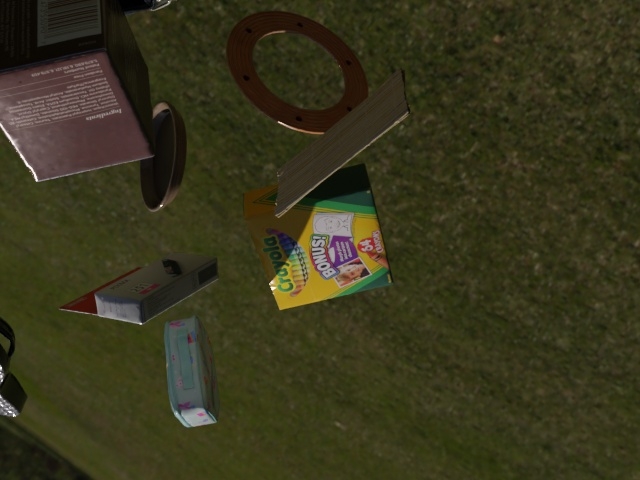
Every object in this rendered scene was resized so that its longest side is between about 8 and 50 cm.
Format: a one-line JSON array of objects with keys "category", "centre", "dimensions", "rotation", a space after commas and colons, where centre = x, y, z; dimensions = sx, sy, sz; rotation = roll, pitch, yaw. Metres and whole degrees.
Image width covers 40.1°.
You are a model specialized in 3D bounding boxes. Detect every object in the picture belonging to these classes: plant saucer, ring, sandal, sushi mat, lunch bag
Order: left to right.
[{"category": "sandal", "centre": [-0.600, 0.197, 1.524], "dimensions": [0.167, 0.107, 0.446], "rotation": [16, 153, -5]}, {"category": "plant saucer", "centre": [-0.392, -0.209, 2.186], "dimensions": [0.041, 0.278, 0.278], "rotation": [5, 171, -28]}, {"category": "lunch bag", "centre": [-0.350, 0.346, 2.345], "dimensions": [0.108, 0.279, 0.224], "rotation": [-12, 156, 2]}, {"category": "ring", "centre": [-0.049, -0.364, 1.909], "dimensions": [0.336, 0.336, 0.032], "rotation": [36, 141, -2]}, {"category": "sushi mat", "centre": [0.033, -0.173, 1.559], "dimensions": [0.316, 0.151, 0.019], "rotation": [-37, 121, 25]}]

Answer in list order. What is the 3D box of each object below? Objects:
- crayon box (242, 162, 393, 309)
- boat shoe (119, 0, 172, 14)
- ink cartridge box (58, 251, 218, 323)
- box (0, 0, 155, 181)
[{"category": "crayon box", "centre": [0.000, 0.000, 2.226], "dimensions": [0.313, 0.106, 0.363], "rotation": [-14, 135, 3]}, {"category": "boat shoe", "centre": [-0.253, -0.392, 1.352], "dimensions": [0.219, 0.070, 0.078], "rotation": [-13, 124, 24]}, {"category": "ink cartridge box", "centre": [-0.398, 0.092, 1.929], "dimensions": [0.239, 0.275, 0.060], "rotation": [7, 111, 28]}, {"category": "box", "centre": [-0.321, -0.212, 1.110], "dimensions": [0.167, 0.168, 0.203], "rotation": [-13, 146, 0]}]
